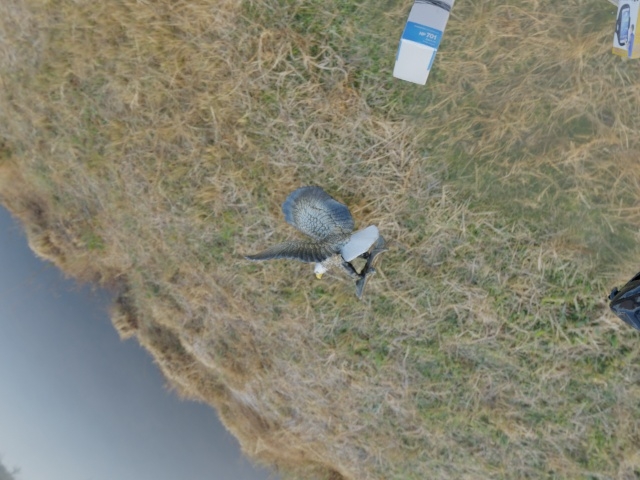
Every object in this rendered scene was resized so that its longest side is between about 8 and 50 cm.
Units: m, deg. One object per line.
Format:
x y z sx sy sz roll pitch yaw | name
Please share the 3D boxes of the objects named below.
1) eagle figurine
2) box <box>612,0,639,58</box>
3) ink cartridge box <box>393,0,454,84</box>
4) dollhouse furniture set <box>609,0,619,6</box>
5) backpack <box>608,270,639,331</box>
-0.004 0.009 1.054 0.299 0.226 0.225 30 105 7 | eagle figurine
0.569 -0.408 0.818 0.028 0.081 0.136 -7 118 12 | box
0.228 -0.462 0.971 0.082 0.139 0.190 20 81 6 | ink cartridge box
0.657 -0.572 0.924 0.123 0.151 0.144 49 124 18 | dollhouse furniture set
0.736 0.055 0.764 0.273 0.290 0.355 48 117 39 | backpack
